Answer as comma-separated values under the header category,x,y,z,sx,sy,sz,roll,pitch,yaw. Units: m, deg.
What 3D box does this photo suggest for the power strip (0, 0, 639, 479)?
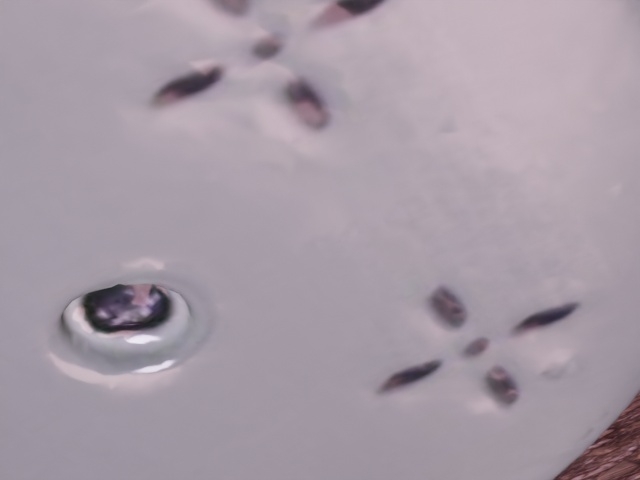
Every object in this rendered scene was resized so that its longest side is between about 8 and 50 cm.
category,x,y,z,sx,sy,sz,roll,pitch,yaw
power strip,-0.054,-0.033,0.470,0.357,0.161,0.357,-8,136,-7
